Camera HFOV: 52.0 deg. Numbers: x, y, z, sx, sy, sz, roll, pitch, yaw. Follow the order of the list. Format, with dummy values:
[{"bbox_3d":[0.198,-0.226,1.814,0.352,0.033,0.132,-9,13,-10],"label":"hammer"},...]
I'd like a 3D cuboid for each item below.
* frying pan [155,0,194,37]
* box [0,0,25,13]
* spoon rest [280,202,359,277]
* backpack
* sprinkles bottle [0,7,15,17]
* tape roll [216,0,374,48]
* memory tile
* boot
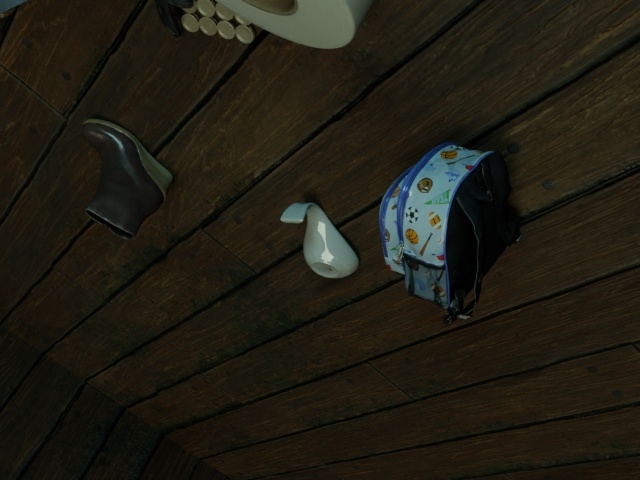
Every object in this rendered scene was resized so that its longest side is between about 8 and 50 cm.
[{"bbox_3d":[-0.251,-0.412,1.064,0.197,0.053,0.326,28,177,27],"label":"frying pan"},{"bbox_3d":[-0.552,-0.487,1.093,0.232,0.059,0.183,-17,141,15],"label":"box"},{"bbox_3d":[0.000,0.000,1.487,0.137,0.084,0.276,4,149,27],"label":"spoon rest"},{"bbox_3d":[0.234,-0.042,1.184,0.213,0.276,0.263,21,139,27],"label":"backpack"},{"bbox_3d":[-0.767,-0.459,1.347,0.355,0.121,0.121,-11,128,36],"label":"sprinkles bottle"},{"bbox_3d":[-0.106,-0.410,0.920,0.392,0.072,0.392,29,177,2],"label":"tape roll"},{"bbox_3d":[-0.186,-0.415,1.170,0.148,0.012,0.113,16,139,13],"label":"memory tile"},{"bbox_3d":[-0.466,-0.141,1.465,0.248,0.207,0.090,37,139,-13],"label":"boot"}]
